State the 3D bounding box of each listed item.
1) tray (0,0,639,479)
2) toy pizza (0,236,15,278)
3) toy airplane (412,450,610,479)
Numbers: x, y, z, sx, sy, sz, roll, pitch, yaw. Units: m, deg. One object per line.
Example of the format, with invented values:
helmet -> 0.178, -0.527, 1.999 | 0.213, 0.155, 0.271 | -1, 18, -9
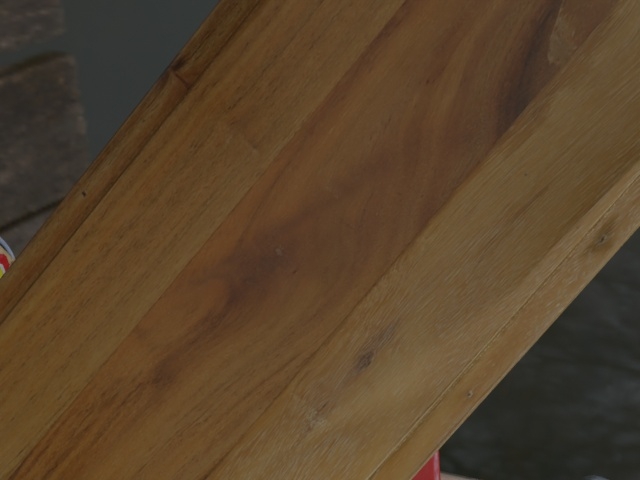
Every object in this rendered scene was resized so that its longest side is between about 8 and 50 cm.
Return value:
tray -> 0.000, 0.000, 0.662 | 0.411, 0.203, 0.076 | -50, 180, 10
toy pizza -> -0.306, 0.091, 1.289 | 0.201, 0.032, 0.201 | 7, 90, -75
toy airplane -> 0.015, 0.203, 0.907 | 0.384, 0.386, 0.272 | -37, 166, -23
